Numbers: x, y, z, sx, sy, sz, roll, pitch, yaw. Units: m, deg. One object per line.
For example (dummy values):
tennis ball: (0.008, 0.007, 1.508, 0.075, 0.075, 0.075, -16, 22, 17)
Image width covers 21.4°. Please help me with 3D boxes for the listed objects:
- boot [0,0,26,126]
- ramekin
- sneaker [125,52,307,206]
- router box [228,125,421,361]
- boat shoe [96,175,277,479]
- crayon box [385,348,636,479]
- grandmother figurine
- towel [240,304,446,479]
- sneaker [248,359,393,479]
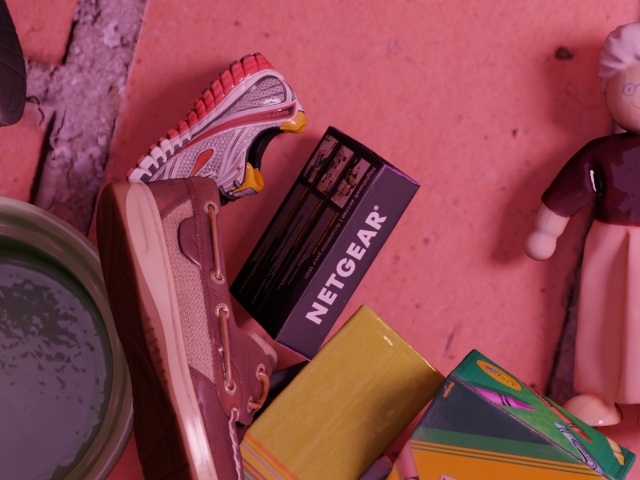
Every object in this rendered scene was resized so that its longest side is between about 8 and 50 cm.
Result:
boot: (-0.382, -0.190, 1.580, 0.178, 0.085, 0.236, -21, 79, 12)
ramekin: (-0.301, 0.119, 1.495, 0.303, 0.148, 0.304, 0, 81, -1)
sneaker: (-0.105, -0.061, 1.520, 0.093, 0.088, 0.225, 45, 97, 7)
router box: (0.000, 0.000, 1.476, 0.046, 0.133, 0.179, 29, 96, -27)
boat shoe: (-0.089, 0.109, 1.389, 0.123, 0.123, 0.342, -10, 77, -24)
crayon box: (0.122, 0.253, 1.436, 0.165, 0.081, 0.278, 33, 112, 11)
grandmother figurine: (0.279, -0.015, 1.440, 0.207, 0.104, 0.343, 0, 92, 2)
towel: (-0.006, 0.173, 1.448, 0.102, 0.021, 0.237, 43, 86, -2)
sneaker: (-0.096, 0.207, 1.507, 0.295, 0.104, 0.147, -27, 83, 2)
